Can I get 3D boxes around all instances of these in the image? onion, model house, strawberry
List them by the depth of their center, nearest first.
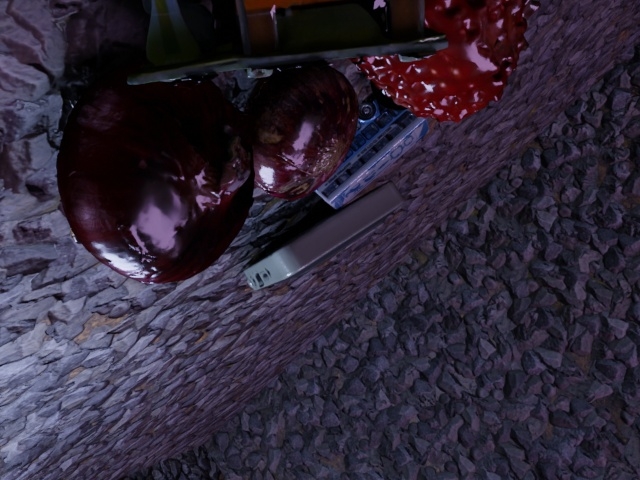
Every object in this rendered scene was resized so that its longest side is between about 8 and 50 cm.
[{"bbox_3d":[-0.061,-0.342,0.614,0.358,0.312,0.242,-6,-157,4],"label":"model house"},{"bbox_3d":[-0.199,-0.085,0.795,0.314,0.232,0.313,-35,132,-52],"label":"onion"},{"bbox_3d":[0.136,-0.351,0.889,0.345,0.295,0.317,1,105,-25],"label":"strawberry"},{"bbox_3d":[-0.044,-0.192,0.999,0.246,0.190,0.246,-53,162,-26],"label":"onion"}]

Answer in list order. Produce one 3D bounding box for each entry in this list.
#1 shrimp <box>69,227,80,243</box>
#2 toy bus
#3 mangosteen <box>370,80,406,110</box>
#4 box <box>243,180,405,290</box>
[{"bbox_3d":[-0.362,-0.024,1.007,0.124,0.034,0.178,-33,163,-2],"label":"shrimp"},{"bbox_3d":[0.095,-0.207,1.305,0.297,0.131,0.106,-42,163,6],"label":"toy bus"},{"bbox_3d":[0.165,-0.335,1.189,0.137,0.137,0.151,-43,-165,8],"label":"mangosteen"},{"bbox_3d":[0.000,0.000,1.477,0.373,0.090,0.367,-33,-179,-22],"label":"box"}]
